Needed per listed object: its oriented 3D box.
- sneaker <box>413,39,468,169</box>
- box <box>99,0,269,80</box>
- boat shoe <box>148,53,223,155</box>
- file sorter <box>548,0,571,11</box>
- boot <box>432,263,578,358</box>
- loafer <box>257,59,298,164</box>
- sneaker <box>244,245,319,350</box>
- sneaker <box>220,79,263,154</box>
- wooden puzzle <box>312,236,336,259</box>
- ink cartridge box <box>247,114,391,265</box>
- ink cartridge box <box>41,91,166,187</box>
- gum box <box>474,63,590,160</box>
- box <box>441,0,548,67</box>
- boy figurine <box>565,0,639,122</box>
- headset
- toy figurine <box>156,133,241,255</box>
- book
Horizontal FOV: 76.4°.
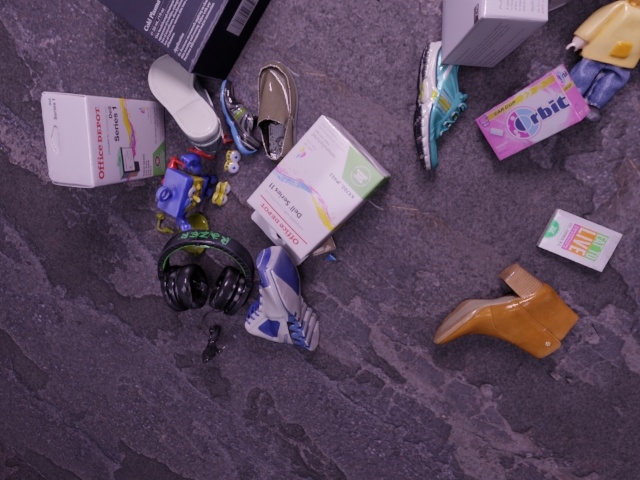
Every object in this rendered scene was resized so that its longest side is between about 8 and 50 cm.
[{"bbox_3d":[0.267,-0.291,0.896,0.110,0.107,0.274,5,106,3],"label":"sneaker"},{"bbox_3d":[-0.288,-0.602,0.903,0.313,0.179,0.343,39,110,0],"label":"box"},{"bbox_3d":[-0.326,-0.335,0.998,0.116,0.099,0.319,-30,65,-6],"label":"boat shoe"},{"bbox_3d":[0.533,-0.570,0.703,0.278,0.193,0.172,-18,97,18],"label":"file sorter"},{"bbox_3d":[0.447,0.218,0.987,0.211,0.104,0.295,45,106,-1],"label":"boot"},{"bbox_3d":[-0.104,-0.306,0.987,0.095,0.087,0.250,-3,104,15],"label":"loafer"},{"bbox_3d":[-0.134,0.178,1.085,0.183,0.127,0.315,-7,122,20],"label":"sneaker"},{"bbox_3d":[-0.200,-0.313,1.030,0.078,0.067,0.188,-22,98,-3],"label":"sneaker"},{"bbox_3d":[0.000,0.000,1.085,0.079,0.014,0.116,-11,97,22],"label":"wooden puzzle"},{"bbox_3d":[-0.029,-0.102,1.001,0.207,0.119,0.353,46,111,4],"label":"ink cartridge box"},{"bbox_3d":[-0.514,-0.249,1.003,0.117,0.278,0.201,8,107,12],"label":"ink cartridge box"},{"bbox_3d":[0.426,-0.255,0.839,0.107,0.062,0.188,56,146,-3],"label":"gum box"},{"bbox_3d":[0.317,-0.452,0.760,0.119,0.182,0.180,2,89,-6],"label":"box"},{"bbox_3d":[0.574,-0.373,0.767,0.178,0.092,0.285,25,127,6],"label":"boy figurine"},{"bbox_3d":[-0.307,0.153,1.096,0.244,0.185,0.393,5,131,-2],"label":"headset"},{"bbox_3d":[-0.372,-0.115,1.038,0.192,0.217,0.362,27,109,6],"label":"toy figurine"},{"bbox_3d":[0.590,-0.002,0.931,0.144,0.035,0.096,23,105,8],"label":"book"}]
